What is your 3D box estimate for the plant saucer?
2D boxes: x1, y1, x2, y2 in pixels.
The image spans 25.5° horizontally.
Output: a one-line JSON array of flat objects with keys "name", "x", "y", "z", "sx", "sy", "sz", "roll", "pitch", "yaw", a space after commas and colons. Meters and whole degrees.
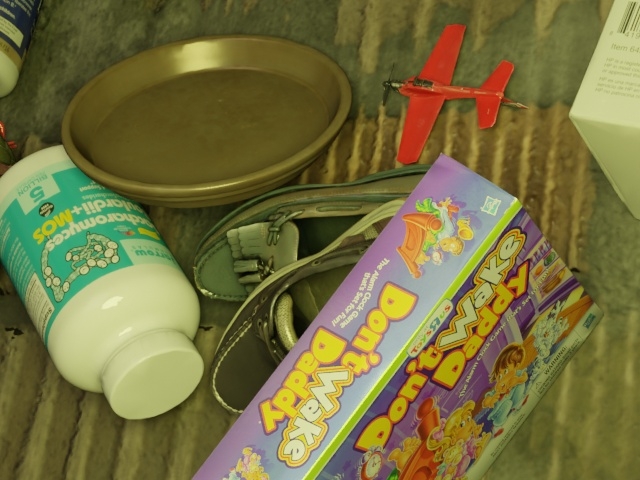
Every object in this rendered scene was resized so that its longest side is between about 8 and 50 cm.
[{"name": "plant saucer", "x": -0.106, "y": -0.114, "z": 1.348, "sx": 0.277, "sy": 0.041, "sz": 0.278, "roll": -5, "pitch": 37, "yaw": 4}]

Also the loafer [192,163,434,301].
[{"name": "loafer", "x": 0.000, "y": 0.000, "z": 1.260, "sx": 0.267, "sy": 0.096, "sz": 0.084, "roll": -18, "pitch": 20, "yaw": 17}]

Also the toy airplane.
[{"name": "toy airplane", "x": 0.121, "y": -0.136, "z": 1.317, "sx": 0.151, "sy": 0.028, "sz": 0.151, "roll": -11, "pitch": 63, "yaw": 24}]

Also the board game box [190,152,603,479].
[{"name": "board game box", "x": 0.057, "y": 0.135, "z": 1.094, "sx": 0.078, "sy": 0.233, "sz": 0.347, "roll": 35, "pitch": 86, "yaw": 36}]

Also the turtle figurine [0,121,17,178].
[{"name": "turtle figurine", "x": -0.372, "y": -0.060, "z": 1.473, "sx": 0.118, "sy": 0.175, "sz": 0.234, "roll": -11, "pitch": 69, "yaw": -1}]

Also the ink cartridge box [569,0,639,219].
[{"name": "ink cartridge box", "x": 0.352, "y": -0.156, "z": 1.101, "sx": 0.198, "sy": 0.197, "sz": 0.270, "roll": 15, "pitch": 74, "yaw": 33}]

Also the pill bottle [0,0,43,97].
[{"name": "pill bottle", "x": -0.381, "y": -0.304, "z": 1.587, "sx": 0.153, "sy": 0.153, "sz": 0.265, "roll": 2, "pitch": 68, "yaw": 28}]

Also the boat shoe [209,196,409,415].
[{"name": "boat shoe", "x": -0.008, "y": 0.067, "z": 1.192, "sx": 0.285, "sy": 0.092, "sz": 0.103, "roll": -37, "pitch": 90, "yaw": 33}]

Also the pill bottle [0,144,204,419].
[{"name": "pill bottle", "x": -0.206, "y": 0.041, "z": 1.331, "sx": 0.146, "sy": 0.146, "sz": 0.264, "roll": -40, "pitch": 55, "yaw": 5}]
